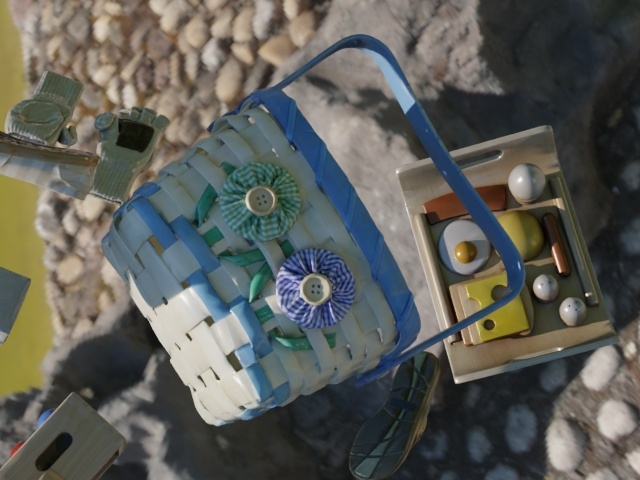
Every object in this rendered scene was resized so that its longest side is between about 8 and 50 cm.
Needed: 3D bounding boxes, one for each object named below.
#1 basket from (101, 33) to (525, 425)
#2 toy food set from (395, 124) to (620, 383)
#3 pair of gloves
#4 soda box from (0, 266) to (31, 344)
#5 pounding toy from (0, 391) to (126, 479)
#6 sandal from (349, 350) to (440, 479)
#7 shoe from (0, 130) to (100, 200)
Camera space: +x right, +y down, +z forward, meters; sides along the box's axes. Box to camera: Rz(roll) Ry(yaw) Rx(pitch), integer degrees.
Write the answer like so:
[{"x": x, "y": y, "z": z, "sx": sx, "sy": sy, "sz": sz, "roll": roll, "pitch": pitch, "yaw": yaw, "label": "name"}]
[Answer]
[{"x": 0.000, "y": 0.000, "z": 0.963, "sx": 0.289, "sy": 0.201, "sz": 0.255, "roll": -33, "pitch": 88, "yaw": -29, "label": "basket"}, {"x": 0.242, "y": 0.018, "z": 1.615, "sx": 0.219, "sy": 0.092, "sz": 0.306, "roll": -16, "pitch": 73, "yaw": 5, "label": "toy food set"}, {"x": -0.383, "y": -0.174, "z": 1.978, "sx": 0.240, "sy": 0.042, "sz": 0.204, "roll": 25, "pitch": 50, "yaw": 1, "label": "pair of gloves"}, {"x": -0.584, "y": 0.055, "z": 1.821, "sx": 0.091, "sy": 0.286, "sz": 0.098, "roll": -38, "pitch": 31, "yaw": 64, "label": "soda box"}, {"x": -0.312, "y": 0.261, "z": 1.370, "sx": 0.094, "sy": 0.206, "sz": 0.181, "roll": 41, "pitch": 73, "yaw": 3, "label": "pounding toy"}, {"x": 0.101, "y": 0.223, "z": 1.519, "sx": 0.072, "sy": 0.049, "sz": 0.180, "roll": 17, "pitch": 70, "yaw": 37, "label": "sandal"}, {"x": -0.379, "y": -0.096, "z": 1.478, "sx": 0.219, "sy": 0.076, "sz": 0.058, "roll": 12, "pitch": 104, "yaw": -5, "label": "shoe"}]
